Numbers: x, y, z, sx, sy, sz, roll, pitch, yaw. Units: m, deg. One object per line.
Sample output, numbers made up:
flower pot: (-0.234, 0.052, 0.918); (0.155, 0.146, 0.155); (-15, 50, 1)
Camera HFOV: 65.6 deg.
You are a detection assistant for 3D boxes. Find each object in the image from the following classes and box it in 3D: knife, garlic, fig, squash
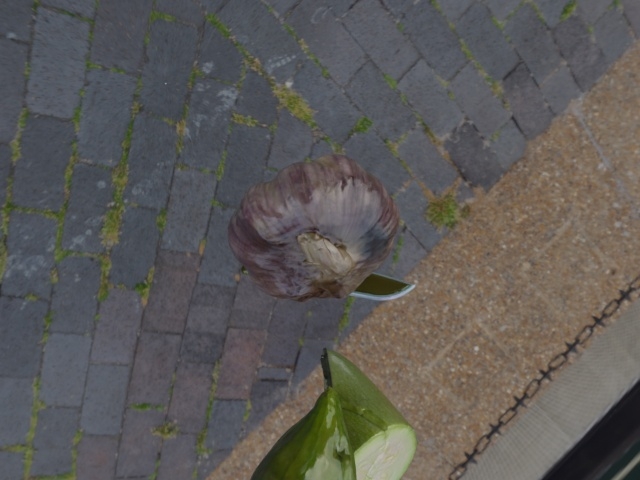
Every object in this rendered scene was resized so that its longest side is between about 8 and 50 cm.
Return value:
knife: (0.006, 0.066, 0.940); (0.344, 0.061, 0.027); (9, 142, 21)
garlic: (0.000, 0.000, 0.690); (0.245, 0.160, 0.244); (-13, 136, -13)
fig: (-0.011, 0.359, 0.735); (0.233, 0.167, 0.167); (-46, 114, -2)
squash: (0.039, 0.374, 1.078); (0.210, 0.309, 0.233); (-24, 128, -27)
